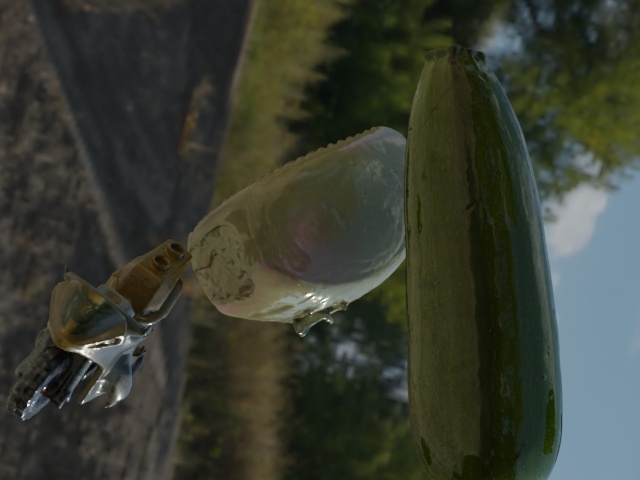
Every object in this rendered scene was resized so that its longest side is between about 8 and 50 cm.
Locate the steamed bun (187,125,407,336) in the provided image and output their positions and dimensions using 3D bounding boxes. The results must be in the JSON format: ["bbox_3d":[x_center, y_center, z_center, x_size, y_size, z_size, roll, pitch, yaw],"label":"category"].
[{"bbox_3d":[0.000,0.000,1.548,0.170,0.239,0.152,-31,-96,50],"label":"steamed bun"}]

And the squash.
[{"bbox_3d":[0.065,0.018,0.683,0.066,0.066,0.201,-136,-141,-81],"label":"squash"}]

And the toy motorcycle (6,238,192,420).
[{"bbox_3d":[-0.174,0.064,1.351,0.229,0.094,0.129,-42,165,-54],"label":"toy motorcycle"}]
